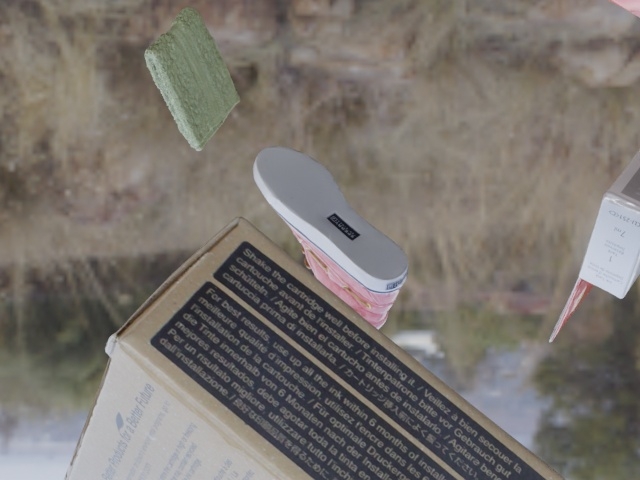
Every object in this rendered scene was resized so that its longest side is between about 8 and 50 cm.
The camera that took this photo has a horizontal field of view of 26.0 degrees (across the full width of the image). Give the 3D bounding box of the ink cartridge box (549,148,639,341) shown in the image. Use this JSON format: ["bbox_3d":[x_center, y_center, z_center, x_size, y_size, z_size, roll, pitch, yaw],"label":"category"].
[{"bbox_3d":[0.400,-0.030,1.698,0.066,0.296,0.261,28,138,19],"label":"ink cartridge box"}]

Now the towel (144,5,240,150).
[{"bbox_3d":[-0.152,-0.191,1.649,0.027,0.110,0.148,2,133,35],"label":"towel"}]

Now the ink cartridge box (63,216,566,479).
[{"bbox_3d":[-0.016,0.122,0.653,0.193,0.088,0.234,40,150,5],"label":"ink cartridge box"}]

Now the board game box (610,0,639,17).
[{"bbox_3d":[0.256,-0.221,0.645,0.242,0.316,0.064,19,171,-39],"label":"board game box"}]

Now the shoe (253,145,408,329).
[{"bbox_3d":[0.000,0.000,1.202,0.063,0.178,0.081,-30,153,-33],"label":"shoe"}]
